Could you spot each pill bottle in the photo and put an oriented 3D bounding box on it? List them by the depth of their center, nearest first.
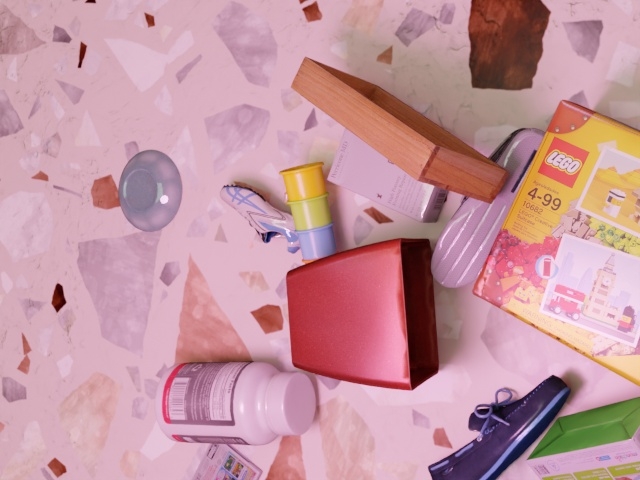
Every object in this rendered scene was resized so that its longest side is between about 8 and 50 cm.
[{"bbox_3d":[-0.179,0.346,2.047,0.319,0.176,0.176,-5,88,30],"label":"pill bottle"}]

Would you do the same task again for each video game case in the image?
[{"bbox_3d":[-0.217,0.540,2.163,0.143,0.019,0.157,33,106,25],"label":"video game case"}]

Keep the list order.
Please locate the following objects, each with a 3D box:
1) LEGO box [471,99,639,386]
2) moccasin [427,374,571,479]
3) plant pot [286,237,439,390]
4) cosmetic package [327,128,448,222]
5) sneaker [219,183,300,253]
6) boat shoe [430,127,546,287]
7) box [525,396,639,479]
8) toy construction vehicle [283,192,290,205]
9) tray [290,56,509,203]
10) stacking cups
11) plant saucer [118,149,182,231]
[{"bbox_3d":[0.568,0.038,1.602,0.500,0.193,0.372,29,105,27],"label":"LEGO box"},{"bbox_3d":[0.315,0.362,1.787,0.342,0.138,0.117,-50,63,20],"label":"moccasin"},{"bbox_3d":[0.076,0.136,1.819,0.236,0.267,0.267,-4,88,17],"label":"plant pot"},{"bbox_3d":[0.139,-0.129,1.913,0.231,0.085,0.117,25,102,26],"label":"cosmetic package"},{"bbox_3d":[-0.130,-0.050,2.063,0.237,0.085,0.086,29,83,25],"label":"sneaker"},{"bbox_3d":[0.321,-0.060,1.795,0.121,0.119,0.335,34,101,-6],"label":"boat shoe"},{"bbox_3d":[0.513,0.394,1.576,0.231,0.127,0.262,50,147,-2],"label":"box"},{"bbox_3d":[-0.030,-0.102,2.043,0.098,0.035,0.085,12,108,32],"label":"toy construction vehicle"},{"bbox_3d":[0.136,-0.205,1.769,0.411,0.203,0.076,44,112,44],"label":"tray"},{"bbox_3d":[0.000,0.000,1.975,0.096,0.096,0.316,-9,101,30],"label":"stacking cups"},{"bbox_3d":[-0.412,-0.117,2.258,0.195,0.037,0.194,0,90,31],"label":"plant saucer"}]
